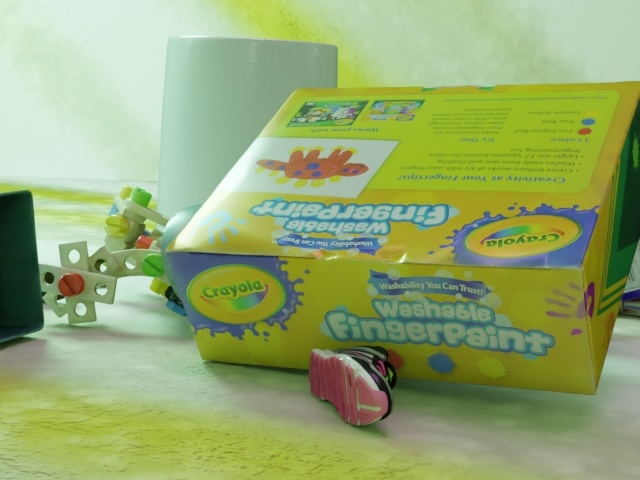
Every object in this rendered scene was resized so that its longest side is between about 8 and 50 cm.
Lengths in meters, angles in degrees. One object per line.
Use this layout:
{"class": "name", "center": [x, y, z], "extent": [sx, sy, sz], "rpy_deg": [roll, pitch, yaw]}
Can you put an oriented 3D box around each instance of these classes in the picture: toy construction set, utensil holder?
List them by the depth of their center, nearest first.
{"class": "toy construction set", "center": [-0.235, 0.019, 1.561], "extent": [0.215, 0.151, 0.328], "rpy_deg": [28, 18, 4]}
{"class": "utensil holder", "center": [-0.129, -0.162, 2.089], "extent": [0.327, 0.386, 0.327], "rpy_deg": [3, 7, 0]}

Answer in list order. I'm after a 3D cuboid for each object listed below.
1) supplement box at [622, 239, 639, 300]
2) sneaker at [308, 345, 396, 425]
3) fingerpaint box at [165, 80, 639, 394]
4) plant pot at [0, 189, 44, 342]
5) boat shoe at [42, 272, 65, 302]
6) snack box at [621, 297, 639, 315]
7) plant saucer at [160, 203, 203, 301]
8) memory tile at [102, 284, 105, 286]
{"class": "supplement box", "center": [0.413, -0.019, 1.749], "extent": [0.111, 0.220, 0.114], "rpy_deg": [-16, 0, 23]}
{"class": "sneaker", "center": [0.044, 0.133, 1.127], "extent": [0.074, 0.063, 0.170], "rpy_deg": [-6, 5, -17]}
{"class": "fingerpaint box", "center": [0.116, -0.020, 1.309], "extent": [0.444, 0.163, 0.371], "rpy_deg": [2, 35, 24]}
{"class": "plant pot", "center": [-0.467, 0.036, 1.339], "extent": [0.234, 0.166, 0.165], "rpy_deg": [-3, 5, 20]}
{"class": "boat shoe", "center": [-0.406, 0.053, 1.601], "extent": [0.152, 0.056, 0.049], "rpy_deg": [3, 13, 4]}
{"class": "snack box", "center": [0.517, 0.094, 1.774], "extent": [0.064, 0.022, 0.178], "rpy_deg": [6, 8, 34]}
{"class": "plant saucer", "center": [-0.105, 0.027, 1.464], "extent": [0.195, 0.195, 0.037], "rpy_deg": [-4, -28, -42]}
{"class": "memory tile", "center": [-0.397, 0.058, 1.736], "extent": [0.148, 0.012, 0.113], "rpy_deg": [8, 9, 33]}
